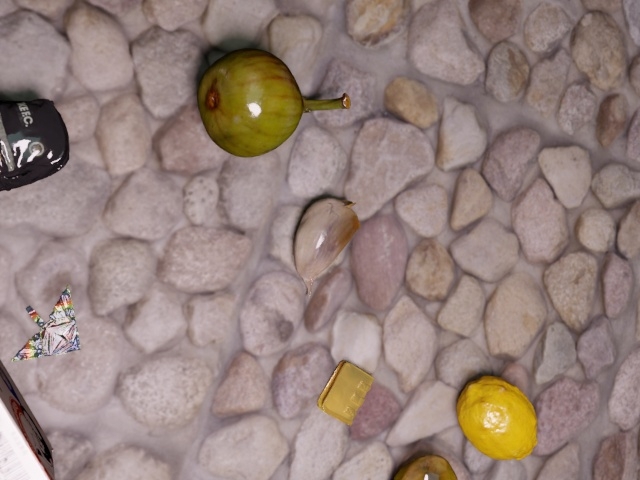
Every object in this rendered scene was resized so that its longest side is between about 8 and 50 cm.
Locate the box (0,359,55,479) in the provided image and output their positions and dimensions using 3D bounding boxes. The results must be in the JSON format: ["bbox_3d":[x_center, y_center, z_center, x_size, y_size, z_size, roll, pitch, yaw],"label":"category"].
[{"bbox_3d":[-0.425,0.137,0.988,0.069,0.214,0.353,-29,100,-17],"label":"box"}]

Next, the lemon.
[{"bbox_3d":[0.275,0.277,1.298,0.114,0.114,0.155,-47,109,-14],"label":"lemon"}]

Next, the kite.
[{"bbox_3d":[-0.359,0.122,1.123,0.090,0.004,0.122,43,76,-16],"label":"kite"}]

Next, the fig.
[{"bbox_3d":[-0.080,-0.198,1.169,0.142,0.148,0.186,59,33,3],"label":"fig"}]

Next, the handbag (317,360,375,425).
[{"bbox_3d":[0.039,0.227,1.257,0.061,0.027,0.083,34,78,-16],"label":"handbag"}]

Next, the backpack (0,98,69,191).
[{"bbox_3d":[-0.402,-0.122,1.055,0.165,0.106,0.120,-22,93,-16],"label":"backpack"}]

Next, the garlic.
[{"bbox_3d":[0.002,-0.001,1.222,0.084,0.066,0.152,39,75,-18],"label":"garlic"}]

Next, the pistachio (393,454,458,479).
[{"bbox_3d":[0.153,0.411,1.261,0.110,0.100,0.189,-1,91,15],"label":"pistachio"}]
